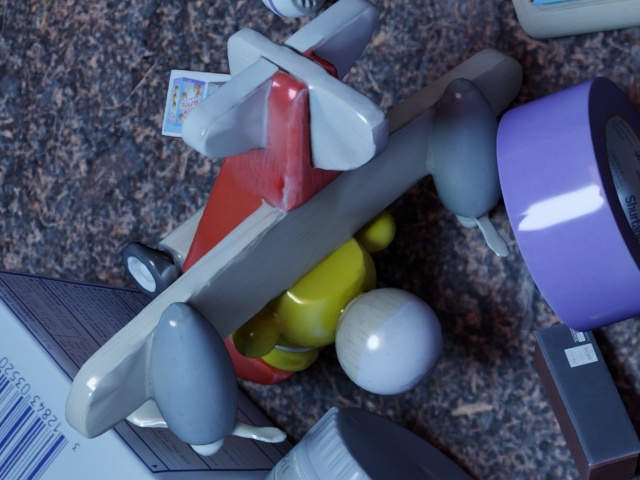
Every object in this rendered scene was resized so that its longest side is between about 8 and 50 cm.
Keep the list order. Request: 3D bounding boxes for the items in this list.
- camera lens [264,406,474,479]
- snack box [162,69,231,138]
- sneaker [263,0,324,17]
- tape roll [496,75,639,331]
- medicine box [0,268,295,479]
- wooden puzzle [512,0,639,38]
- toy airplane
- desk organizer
[{"bbox_3d":[0.009,0.303,1.500,0.219,0.219,0.274,44,104,25],"label":"camera lens"},{"bbox_3d":[-0.065,-0.120,1.702,0.178,0.022,0.064,8,89,29],"label":"snack box"},{"bbox_3d":[-0.073,-0.319,1.694,0.161,0.102,0.282,-16,66,29],"label":"sneaker"},{"bbox_3d":[0.216,-0.028,1.446,0.080,0.189,0.189,-19,75,26],"label":"tape roll"},{"bbox_3d":[-0.183,0.169,1.579,0.263,0.289,0.149,45,104,25],"label":"medicine box"},{"bbox_3d":[0.219,-0.270,1.459,0.221,0.044,0.239,-4,120,40],"label":"wooden puzzle"},{"bbox_3d":[0.000,0.000,1.459,0.272,0.384,0.386,46,105,11],"label":"toy airplane"},{"bbox_3d":[0.217,0.134,1.503,0.047,0.050,0.130,-15,57,-7],"label":"desk organizer"}]
